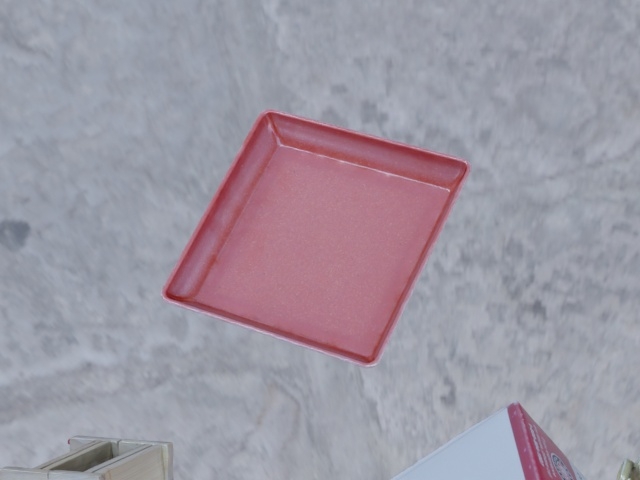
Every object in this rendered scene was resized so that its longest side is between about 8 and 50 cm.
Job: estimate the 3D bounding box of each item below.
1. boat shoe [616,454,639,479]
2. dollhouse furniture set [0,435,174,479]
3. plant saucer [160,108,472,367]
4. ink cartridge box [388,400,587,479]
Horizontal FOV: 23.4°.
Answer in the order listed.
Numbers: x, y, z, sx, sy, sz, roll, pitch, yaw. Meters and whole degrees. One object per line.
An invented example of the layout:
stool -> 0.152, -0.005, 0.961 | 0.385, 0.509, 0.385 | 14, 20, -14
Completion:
boat shoe -> 0.104, 0.085, 0.438 | 0.048, 0.153, 0.056 | -21, 76, 12
dollhouse furniture set -> -0.231, 0.305, 1.562 | 0.129, 0.129, 0.184 | 0, 99, 29
plant saucer -> 0.000, 0.000, 1.633 | 0.259, 0.048, 0.258 | 16, 65, 25
ink cartridge box -> 0.093, 0.189, 0.655 | 0.127, 0.128, 0.176 | -36, 115, 15
